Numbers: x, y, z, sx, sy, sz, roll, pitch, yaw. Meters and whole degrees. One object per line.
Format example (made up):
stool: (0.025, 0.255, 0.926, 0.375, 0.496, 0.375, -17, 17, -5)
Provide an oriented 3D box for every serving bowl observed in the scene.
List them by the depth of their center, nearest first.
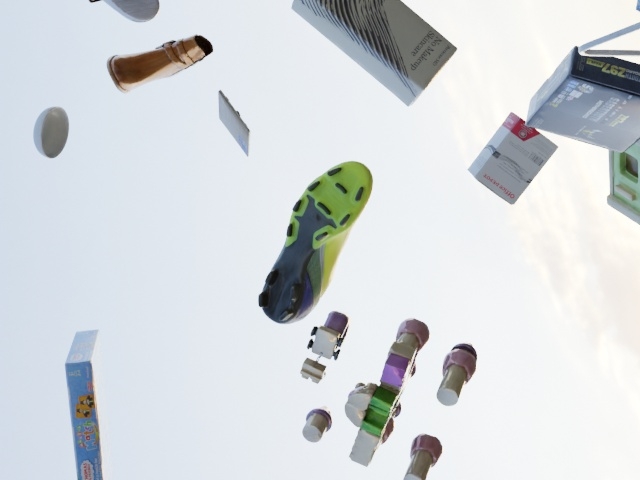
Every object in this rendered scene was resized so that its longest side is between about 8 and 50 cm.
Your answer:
serving bowl: (-0.430, -0.172, 1.685, 0.083, 0.027, 0.083, 12, -90, -74)

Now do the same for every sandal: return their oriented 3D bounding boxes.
sandal: (-0.387, -0.464, 1.957, 0.265, 0.102, 0.076, 48, 159, 24)

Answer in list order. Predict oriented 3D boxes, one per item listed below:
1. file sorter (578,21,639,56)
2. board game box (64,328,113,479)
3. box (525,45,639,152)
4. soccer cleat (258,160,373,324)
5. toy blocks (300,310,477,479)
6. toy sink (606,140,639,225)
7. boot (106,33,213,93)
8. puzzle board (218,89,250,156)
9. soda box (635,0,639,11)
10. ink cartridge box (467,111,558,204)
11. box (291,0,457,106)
file sorter: (0.350, -0.325, 1.040, 0.193, 0.173, 0.277, -4, -94, -24)
board game box: (-0.310, 0.243, 1.442, 0.160, 0.039, 0.211, -127, 34, -77)
box: (0.461, -0.227, 1.761, 0.232, 0.183, 0.059, 119, 165, -75)
soccer cleat: (-0.001, 0.000, 1.630, 0.093, 0.289, 0.121, 35, -159, 18)
toy blocks: (0.134, 0.270, 2.108, 0.309, 0.288, 0.260, 22, -149, 9)
toy sink: (0.632, -0.108, 2.023, 0.153, 0.131, 0.234, -124, 23, -64)
boot: (-0.292, -0.332, 1.951, 0.073, 0.152, 0.197, 69, -160, -9)
puzzle board: (-0.156, -0.214, 1.956, 0.096, 0.011, 0.128, 53, 167, 11)
soda box: (0.683, -0.506, 1.997, 0.071, 0.210, 0.067, 38, 172, 20)
ink cartridge box: (0.384, -0.164, 2.141, 0.109, 0.150, 0.063, 33, -169, -21)
box: (0.091, -0.365, 1.836, 0.275, 0.094, 0.113, 38, -107, -2)
